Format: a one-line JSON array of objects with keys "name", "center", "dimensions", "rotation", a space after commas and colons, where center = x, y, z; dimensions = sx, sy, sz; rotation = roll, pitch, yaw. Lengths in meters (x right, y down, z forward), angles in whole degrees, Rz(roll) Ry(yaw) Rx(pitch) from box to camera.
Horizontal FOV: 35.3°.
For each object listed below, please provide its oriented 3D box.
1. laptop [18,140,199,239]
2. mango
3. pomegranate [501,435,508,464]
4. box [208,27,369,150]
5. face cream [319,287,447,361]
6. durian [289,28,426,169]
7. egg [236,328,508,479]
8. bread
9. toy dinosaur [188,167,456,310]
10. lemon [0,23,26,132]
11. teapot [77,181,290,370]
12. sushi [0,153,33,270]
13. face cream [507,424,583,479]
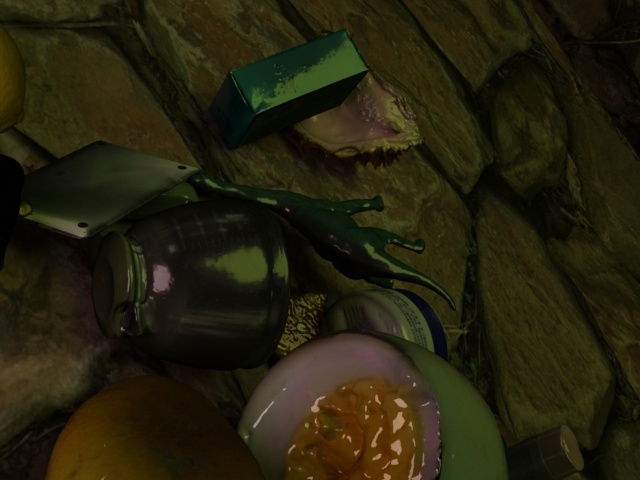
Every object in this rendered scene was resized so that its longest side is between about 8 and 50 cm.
[{"name": "laptop", "center": [-0.315, -0.077, 1.389], "dimensions": [0.188, 0.015, 0.269], "rotation": [17, 30, 22]}, {"name": "mango", "center": [-0.189, 0.273, 1.171], "dimensions": [0.253, 0.182, 0.365], "rotation": [11, 25, -14]}, {"name": "pomegranate", "center": [0.218, 0.367, 1.634], "dimensions": [0.225, 0.187, 0.187], "rotation": [60, 18, -58]}, {"name": "box", "center": [-0.056, -0.262, 1.743], "dimensions": [0.245, 0.153, 0.092], "rotation": [-26, 82, -27]}, {"name": "face cream", "center": [0.090, 0.179, 1.594], "dimensions": [0.111, 0.206, 0.205], "rotation": [-3, 65, -45]}, {"name": "durian", "center": [0.018, -0.242, 1.898], "dimensions": [0.196, 0.185, 0.305], "rotation": [-31, 83, -35]}, {"name": "egg", "center": [0.103, 0.328, 1.388], "dimensions": [0.340, 0.355, 0.354], "rotation": [32, 41, -47]}, {"name": "bread", "center": [-0.044, 0.152, 1.579], "dimensions": [0.154, 0.054, 0.135], "rotation": [-10, 71, -28]}, {"name": "toy dinosaur", "center": [0.000, 0.000, 1.642], "dimensions": [0.331, 0.129, 0.383], "rotation": [2, 32, -48]}, {"name": "lemon", "center": [-0.469, -0.212, 1.291], "dimensions": [0.203, 0.178, 0.178], "rotation": [33, 42, -26]}, {"name": "teapot", "center": [-0.196, 0.020, 1.377], "dimensions": [0.240, 0.239, 0.321], "rotation": [3, 65, -33]}, {"name": "sushi", "center": [-0.449, -0.031, 1.163], "dimensions": [0.200, 0.204, 0.213], "rotation": [25, 73, 1]}, {"name": "face cream", "center": [0.358, 0.389, 1.739], "dimensions": [0.057, 0.198, 0.084], "rotation": [7, 59, -46]}]
